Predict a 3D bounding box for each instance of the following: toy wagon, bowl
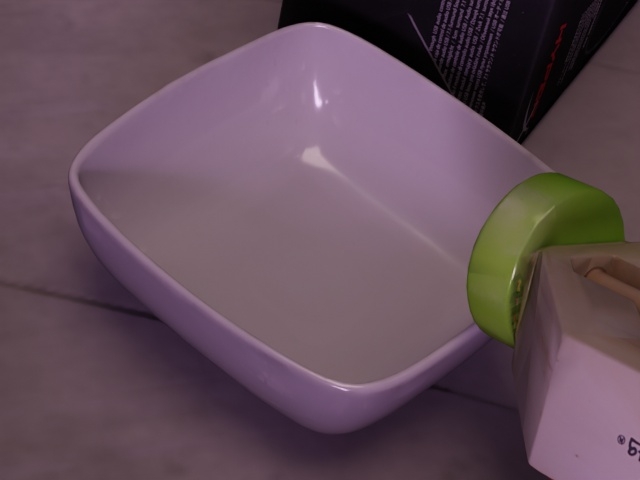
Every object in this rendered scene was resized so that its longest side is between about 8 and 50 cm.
[{"bbox_3d":[0.220,0.052,0.530,0.344,0.068,0.267,-2,22,-44],"label":"toy wagon"},{"bbox_3d":[0.000,0.000,0.599,0.142,0.053,0.142,36,48,22],"label":"bowl"}]

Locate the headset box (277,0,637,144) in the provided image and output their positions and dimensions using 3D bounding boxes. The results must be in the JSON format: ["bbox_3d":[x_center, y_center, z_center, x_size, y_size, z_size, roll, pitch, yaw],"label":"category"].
[{"bbox_3d":[0.114,-0.202,0.709,0.110,0.218,0.293,28,47,15],"label":"headset box"}]
